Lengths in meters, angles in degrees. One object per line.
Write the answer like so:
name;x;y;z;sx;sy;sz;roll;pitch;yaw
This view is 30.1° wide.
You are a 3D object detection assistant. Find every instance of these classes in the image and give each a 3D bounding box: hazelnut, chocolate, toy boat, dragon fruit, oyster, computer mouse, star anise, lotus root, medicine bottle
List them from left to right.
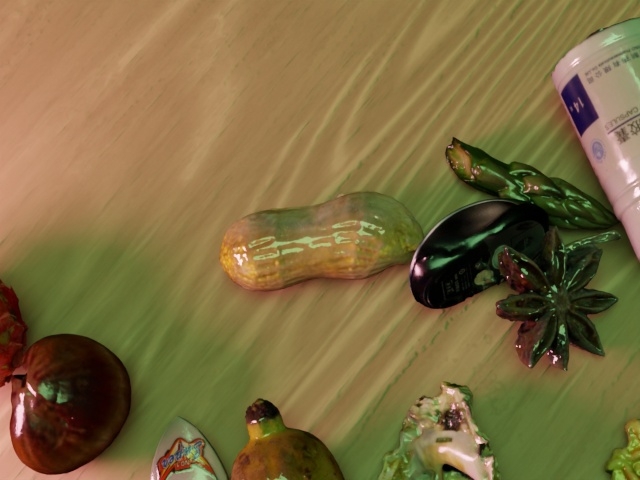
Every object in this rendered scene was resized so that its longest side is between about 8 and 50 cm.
dragon fruit;-0.552;0.115;1.770;0.268;0.210;0.205;46;110;12
hazelnut;-0.371;0.241;1.732;0.178;0.178;0.204;29;89;12
toy boat;-0.183;0.397;1.710;0.129;0.088;0.295;-12;74;1
lotus root;-0.039;0.373;1.676;0.169;0.141;0.314;-12;73;-11
chocolate;0.000;0.000;1.790;0.309;0.134;0.134;-7;73;5
oyster;0.173;0.375;1.680;0.201;0.107;0.355;5;69;38
computer mouse;0.227;0.008;1.765;0.233;0.137;0.096;-25;47;-10
star anise;0.346;0.078;1.740;0.230;0.081;0.262;42;66;-10
medicine bottle;0.491;-0.142;1.756;0.190;0.190;0.332;-21;73;-1

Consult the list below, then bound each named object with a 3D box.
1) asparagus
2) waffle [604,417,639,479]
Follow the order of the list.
asparagus;0.316;-0.075;1.812;0.287;0.080;0.080;22;77;10
waffle;0.525;0.370;1.676;0.261;0.056;0.250;20;77;8
